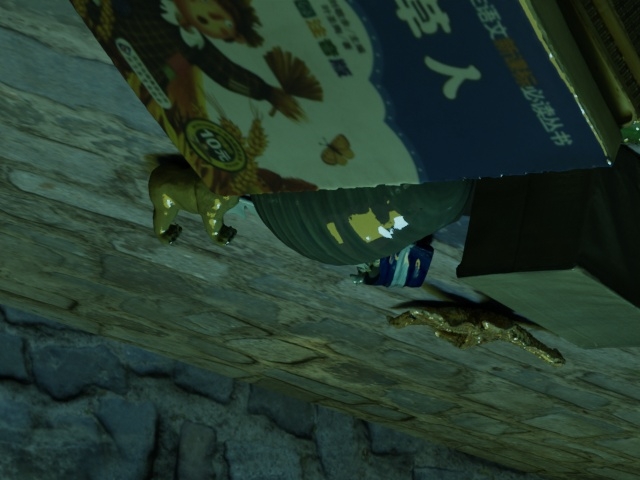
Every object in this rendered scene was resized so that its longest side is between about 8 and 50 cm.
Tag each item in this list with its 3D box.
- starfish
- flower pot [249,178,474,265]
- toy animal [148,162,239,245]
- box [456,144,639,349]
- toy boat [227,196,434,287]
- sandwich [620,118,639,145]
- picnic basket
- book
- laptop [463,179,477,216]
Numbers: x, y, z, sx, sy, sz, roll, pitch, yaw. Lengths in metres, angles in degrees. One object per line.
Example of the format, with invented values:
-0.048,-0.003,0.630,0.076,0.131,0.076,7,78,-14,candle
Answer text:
0.223,0.127,2.092,0.299,0.060,0.302,14,172,18,starfish
0.034,-0.070,1.280,0.243,0.189,0.157,1,117,55,flower pot
-0.135,-0.061,1.675,0.219,0.103,0.101,3,139,46,toy animal
0.273,0.006,1.409,0.155,0.149,0.231,-7,153,46,box
0.000,0.000,1.815,0.291,0.067,0.220,15,166,1,toy boat
0.293,-0.128,1.057,0.235,0.079,0.159,3,162,33,sandwich
0.173,-0.133,1.022,0.164,0.079,0.115,-13,114,49,picnic basket
-0.014,-0.161,1.037,0.428,0.039,0.300,-3,131,45,book
0.235,-0.044,1.549,0.197,0.016,0.135,10,163,7,laptop
